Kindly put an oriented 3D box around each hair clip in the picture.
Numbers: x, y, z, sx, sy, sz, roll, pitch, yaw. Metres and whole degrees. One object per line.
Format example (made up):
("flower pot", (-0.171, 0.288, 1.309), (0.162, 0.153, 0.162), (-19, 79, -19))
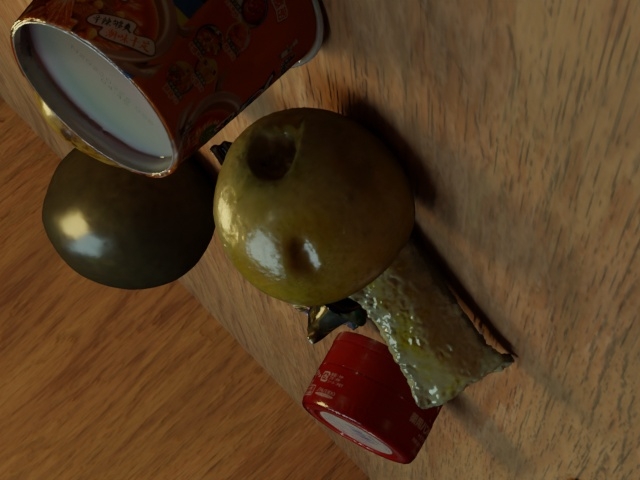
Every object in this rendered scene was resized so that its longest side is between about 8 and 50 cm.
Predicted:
("hair clip", (-0.012, 0.098, 2.333), (0.110, 0.095, 0.359), (16, -177, -11))

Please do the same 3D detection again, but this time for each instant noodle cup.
("instant noodle cup", (-0.152, -0.193, 1.364), (0.250, 0.192, 0.250), (32, 156, 17))

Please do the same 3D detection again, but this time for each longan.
("longan", (-0.314, -0.053, 2.431), (0.288, 0.288, 0.350), (52, 179, -20))

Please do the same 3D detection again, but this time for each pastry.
("pastry", (0.097, 0.077, 1.665), (0.258, 0.121, 0.089), (51, 173, -16))

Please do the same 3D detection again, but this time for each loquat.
("loquat", (-0.012, -0.033, 1.512), (0.213, 0.213, 0.213), (46, 169, 12))

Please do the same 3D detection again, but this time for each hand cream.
("hand cream", (0.079, 0.230, 2.136), (0.193, 0.125, 0.193), (28, 167, 7))

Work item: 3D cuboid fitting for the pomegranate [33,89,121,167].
("pomegranate", (-0.246, -0.205, 1.845), (0.215, 0.215, 0.215), (46, 169, 12))

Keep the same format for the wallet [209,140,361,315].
("wallet", (-0.026, -0.018, 1.780), (0.221, 0.071, 0.262), (55, -171, 13))
